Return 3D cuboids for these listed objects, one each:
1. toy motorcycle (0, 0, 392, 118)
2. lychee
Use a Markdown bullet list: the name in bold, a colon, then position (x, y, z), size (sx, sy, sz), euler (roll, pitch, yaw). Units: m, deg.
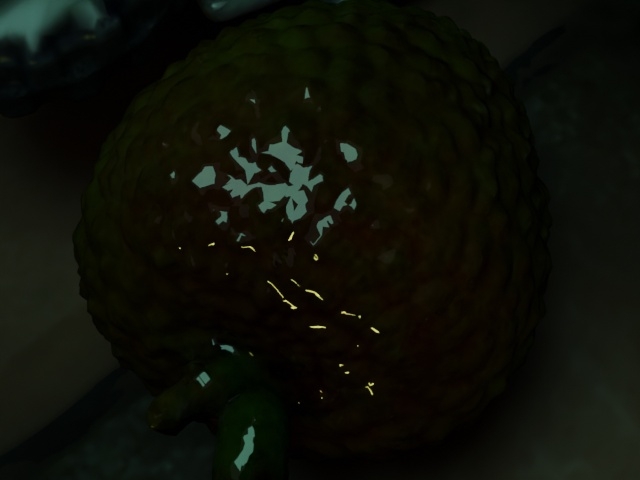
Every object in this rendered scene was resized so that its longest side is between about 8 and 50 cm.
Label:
- **toy motorcycle**: position (-0.012, -0.168, 0.523), size (0.327, 0.143, 0.188), euler (-33, 58, -13)
- **lychee**: position (0.000, 0.000, 0.444), size (0.114, 0.114, 0.146), euler (14, 49, 21)
